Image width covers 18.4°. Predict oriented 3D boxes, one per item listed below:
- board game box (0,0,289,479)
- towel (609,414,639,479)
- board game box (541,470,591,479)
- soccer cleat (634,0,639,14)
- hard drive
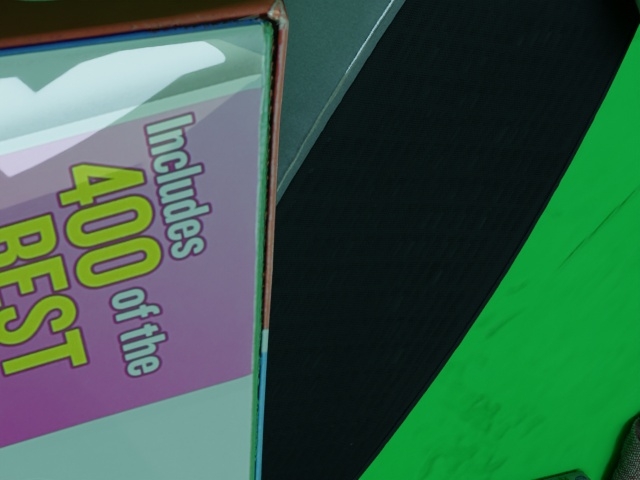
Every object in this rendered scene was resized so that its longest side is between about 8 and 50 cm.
[{"bbox_3d":[-0.169,0.063,0.396,0.317,0.064,0.242,-9,127,-18],"label":"board game box"},{"bbox_3d":[0.220,0.186,1.149,0.237,0.037,0.329,-20,141,-34],"label":"towel"},{"bbox_3d":[0.065,0.168,0.956,0.154,0.026,0.103,-6,132,-46],"label":"board game box"},{"bbox_3d":[0.108,-0.168,0.564,0.109,0.116,0.318,-15,131,10],"label":"soccer cleat"},{"bbox_3d":[0.000,0.000,0.657,0.172,0.054,0.254,1,127,-50],"label":"hard drive"}]
